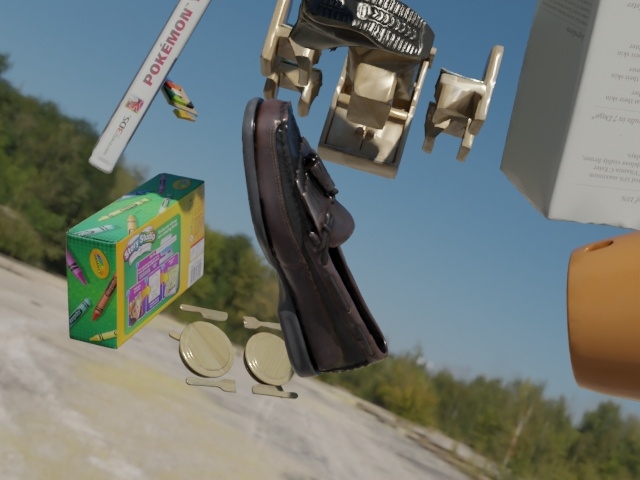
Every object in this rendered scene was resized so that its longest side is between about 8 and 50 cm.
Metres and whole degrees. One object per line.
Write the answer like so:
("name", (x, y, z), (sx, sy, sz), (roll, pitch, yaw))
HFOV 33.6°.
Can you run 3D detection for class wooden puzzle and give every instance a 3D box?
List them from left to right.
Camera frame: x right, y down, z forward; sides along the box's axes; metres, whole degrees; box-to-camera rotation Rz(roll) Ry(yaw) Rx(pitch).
("wooden puzzle", (-0.228, -0.230, 1.681), (0.078, 0.014, 0.116), (17, 34, -57))

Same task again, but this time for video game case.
("video game case", (-0.140, -0.148, 0.902), (0.023, 0.183, 0.201), (30, 2, -13))

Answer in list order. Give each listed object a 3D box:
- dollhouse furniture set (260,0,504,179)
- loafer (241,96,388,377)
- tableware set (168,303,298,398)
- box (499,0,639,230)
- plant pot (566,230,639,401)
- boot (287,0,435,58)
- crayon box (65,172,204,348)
("dollhouse furniture set", (0.109, -0.301, 1.835), (0.362, 0.257, 0.394), (16, -15, 3))
("loafer", (0.000, 0.000, 0.982), (0.095, 0.109, 0.303), (-3, -54, 12))
("tableware set", (-0.125, 0.172, 1.547), (0.194, 0.128, 0.039), (14, -38, -33))
("box", (0.341, -0.197, 1.086), (0.214, 0.346, 0.168), (6, 21, -11))
("plant pot", (0.458, 0.106, 1.477), (0.203, 0.291, 0.291), (-3, -16, 20))
("boot", (0.056, -0.302, 1.548), (0.197, 0.077, 0.137), (23, -18, -9))
("crayon box", (-0.265, 0.022, 1.561), (0.081, 0.165, 0.278), (12, 24, 17))
